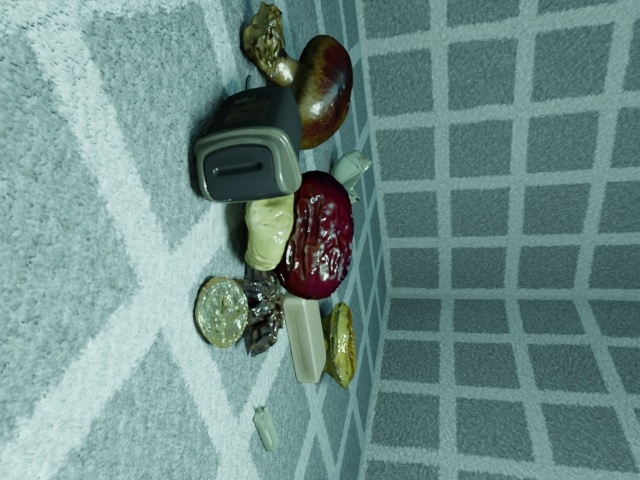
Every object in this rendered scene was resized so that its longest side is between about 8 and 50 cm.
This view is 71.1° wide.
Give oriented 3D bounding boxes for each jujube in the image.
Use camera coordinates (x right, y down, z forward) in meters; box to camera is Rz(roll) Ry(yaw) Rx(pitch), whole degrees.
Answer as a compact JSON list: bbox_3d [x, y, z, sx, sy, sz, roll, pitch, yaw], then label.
[{"bbox_3d":[-0.025,-0.015,1.317,0.258,0.259,0.376,47,51,-67],"label":"jujube"}]

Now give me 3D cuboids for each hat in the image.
[{"bbox_3d":[0.089,-0.243,1.987,0.301,0.168,0.257,-49,162,-34],"label":"hat"}]

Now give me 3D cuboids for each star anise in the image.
[{"bbox_3d":[-0.143,0.176,1.146,0.223,0.109,0.235,60,30,-68],"label":"star anise"}]

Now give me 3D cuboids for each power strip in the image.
[{"bbox_3d":[-0.148,0.514,1.225,0.047,0.030,0.191,-67,152,-53],"label":"power strip"}]

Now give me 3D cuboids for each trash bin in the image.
[{"bbox_3d":[-0.145,-0.205,0.987,0.182,0.210,0.290,71,18,-44],"label":"trash bin"}]

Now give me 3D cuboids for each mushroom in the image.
[{"bbox_3d":[-0.071,-0.434,1.301,0.334,0.356,0.330,165,-77,-67],"label":"mushroom"}]

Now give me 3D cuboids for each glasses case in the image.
[{"bbox_3d":[-0.050,0.309,1.508,0.144,0.076,0.336,-57,143,-62],"label":"glasses case"}]

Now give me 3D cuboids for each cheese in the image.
[{"bbox_3d":[-0.133,-0.038,1.101,0.214,0.117,0.225,111,-14,-56],"label":"cheese"}]

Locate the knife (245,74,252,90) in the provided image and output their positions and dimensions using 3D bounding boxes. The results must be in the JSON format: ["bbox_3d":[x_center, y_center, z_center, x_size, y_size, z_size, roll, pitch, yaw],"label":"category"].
[{"bbox_3d":[-0.186,-0.337,1.187,0.028,0.015,0.210,-3,91,-68],"label":"knife"}]

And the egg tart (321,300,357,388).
[{"bbox_3d":[0.060,0.412,1.763,0.352,0.150,0.351,-3,90,-80],"label":"egg tart"}]

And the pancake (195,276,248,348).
[{"bbox_3d":[-0.214,0.155,0.975,0.158,0.028,0.158,16,71,-57],"label":"pancake"}]
